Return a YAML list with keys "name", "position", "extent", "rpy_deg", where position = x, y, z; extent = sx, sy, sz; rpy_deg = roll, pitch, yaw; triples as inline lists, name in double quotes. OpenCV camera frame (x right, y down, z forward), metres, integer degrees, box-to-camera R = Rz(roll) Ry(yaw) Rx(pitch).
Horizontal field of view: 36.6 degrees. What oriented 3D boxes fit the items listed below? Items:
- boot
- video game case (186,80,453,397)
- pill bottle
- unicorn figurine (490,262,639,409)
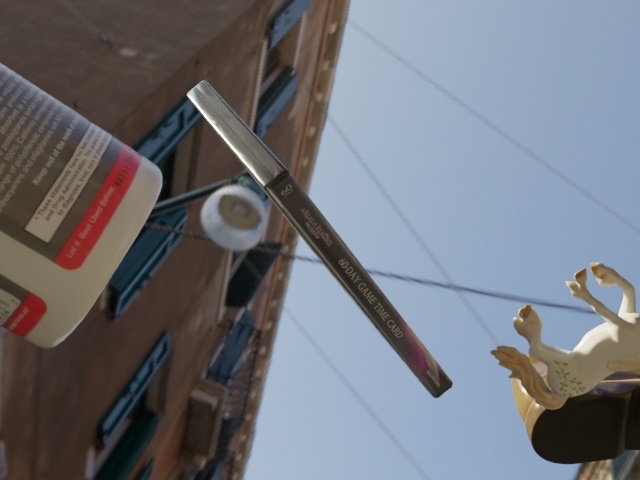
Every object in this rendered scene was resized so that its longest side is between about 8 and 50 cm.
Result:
- name: "boot"
  position: [0.339, 0.153, 0.965]
  extent: [0.305, 0.115, 0.112]
  rpy_deg: [4, -66, -10]
- name: "video game case"
  position: [0.000, 0.000, 0.818]
  extent: [0.026, 0.196, 0.274]
  rpy_deg: [-39, -53, -2]
- name: "pill bottle"
  position: [-0.299, -0.067, 0.749]
  extent: [0.318, 0.176, 0.176]
  rpy_deg: [34, -56, -16]
- name: "unicorn figurine"
  position: [0.215, 0.076, 0.729]
  extent: [0.162, 0.060, 0.111]
  rpy_deg: [-42, -105, 42]
